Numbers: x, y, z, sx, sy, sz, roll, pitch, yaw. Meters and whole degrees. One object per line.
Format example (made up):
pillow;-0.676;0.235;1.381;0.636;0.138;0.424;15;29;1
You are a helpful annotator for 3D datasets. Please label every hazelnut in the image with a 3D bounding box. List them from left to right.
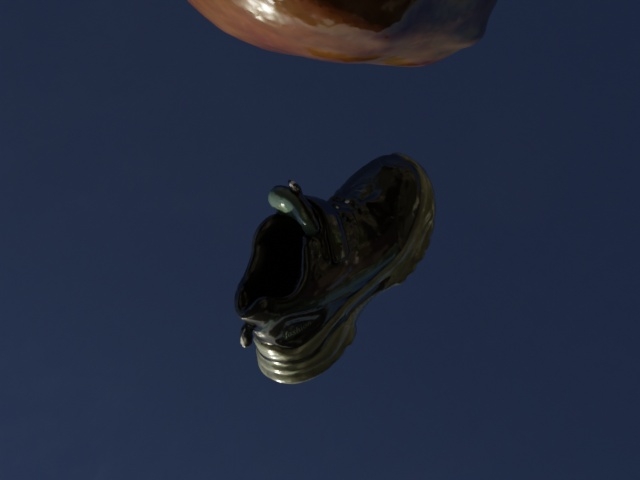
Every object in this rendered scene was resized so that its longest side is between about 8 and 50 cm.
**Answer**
hazelnut;0.006;-0.187;0.789;0.210;0.210;0.186;5;-82;-2

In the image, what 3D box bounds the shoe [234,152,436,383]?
shoe;0.000;0.000;0.946;0.169;0.071;0.099;-54;-46;-15
